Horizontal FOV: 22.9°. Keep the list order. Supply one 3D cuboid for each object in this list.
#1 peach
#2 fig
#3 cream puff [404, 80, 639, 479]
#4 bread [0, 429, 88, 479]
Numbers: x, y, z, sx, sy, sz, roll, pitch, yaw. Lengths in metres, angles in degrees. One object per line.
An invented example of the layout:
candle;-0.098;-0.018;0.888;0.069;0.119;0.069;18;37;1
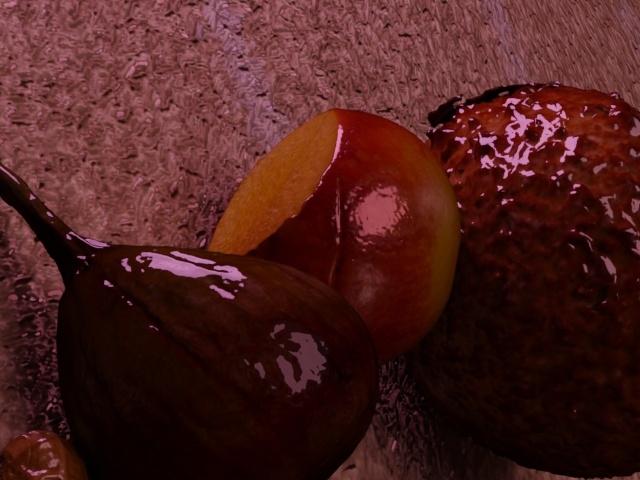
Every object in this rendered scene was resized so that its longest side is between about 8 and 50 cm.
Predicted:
peach;0.000;0.000;1.103;0.192;0.190;0.190;6;61;-40
fig;-0.111;0.072;0.954;0.290;0.191;0.191;21;33;9
cream puff;0.185;0.048;1.219;0.228;0.350;0.350;-43;104;-42
bread;-0.148;0.180;0.868;0.052;0.044;0.157;28;46;-51
